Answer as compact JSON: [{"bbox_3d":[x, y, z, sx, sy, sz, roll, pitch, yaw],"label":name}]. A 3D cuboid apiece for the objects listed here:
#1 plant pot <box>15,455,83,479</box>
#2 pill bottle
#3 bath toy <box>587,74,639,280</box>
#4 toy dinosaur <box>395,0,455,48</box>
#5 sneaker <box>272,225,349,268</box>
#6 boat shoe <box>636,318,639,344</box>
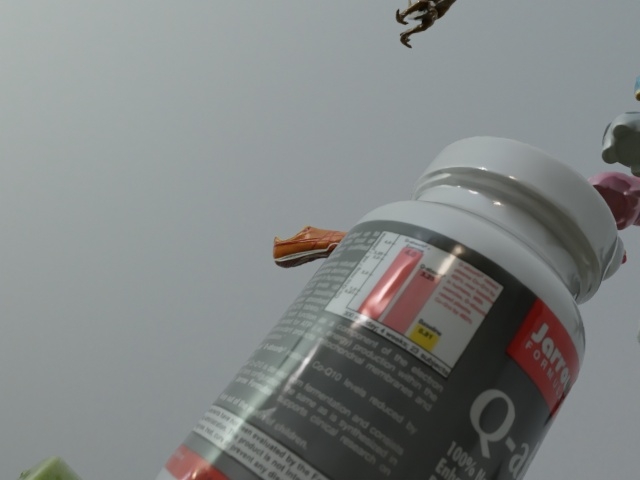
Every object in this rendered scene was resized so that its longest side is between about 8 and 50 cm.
[{"bbox_3d":[-0.227,0.403,0.567,0.366,0.366,0.353,-36,-87,39],"label":"plant pot"},{"bbox_3d":[0.067,0.102,0.482,0.210,0.363,0.210,32,-23,15],"label":"pill bottle"},{"bbox_3d":[0.474,-0.082,0.956,0.151,0.129,0.348,30,-50,19],"label":"bath toy"},{"bbox_3d":[0.166,-0.362,1.018,0.064,0.112,0.211,58,-15,-17],"label":"toy dinosaur"},{"bbox_3d":[0.000,0.000,1.095,0.175,0.064,0.067,-9,-110,7],"label":"sneaker"},{"bbox_3d":[0.412,0.072,0.659,0.113,0.302,0.103,-38,-123,42],"label":"boat shoe"}]
